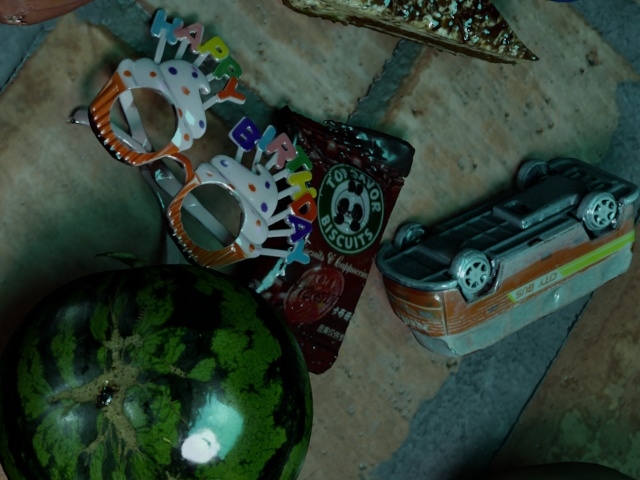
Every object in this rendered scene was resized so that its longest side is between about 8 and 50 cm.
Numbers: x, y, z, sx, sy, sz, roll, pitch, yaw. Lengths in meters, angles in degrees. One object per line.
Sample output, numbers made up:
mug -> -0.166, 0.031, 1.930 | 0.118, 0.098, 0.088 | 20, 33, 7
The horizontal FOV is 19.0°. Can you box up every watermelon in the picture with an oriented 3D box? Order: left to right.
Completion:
watermelon -> -0.134, 0.141, 1.592 | 0.269, 0.269, 0.269 | -7, 104, -31

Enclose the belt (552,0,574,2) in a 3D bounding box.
belt -> 0.151, -0.370, 1.751 | 0.212, 0.117, 0.347 | -49, 122, -13

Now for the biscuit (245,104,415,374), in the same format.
biscuit -> -0.005, -0.001, 1.763 | 0.151, 0.063, 0.235 | 22, 85, -43

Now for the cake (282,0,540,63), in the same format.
cake -> 0.072, -0.205, 1.742 | 0.135, 0.112, 0.246 | -50, 125, -11

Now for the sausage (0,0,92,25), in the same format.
sausage -> -0.187, -0.275, 1.537 | 0.279, 0.152, 0.152 | -34, 116, -24

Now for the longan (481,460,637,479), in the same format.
longan -> 0.235, 0.375, 1.870 | 0.319, 0.319, 0.319 | -7, 104, -31

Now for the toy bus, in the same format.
toy bus -> 0.182, 0.019, 1.858 | 0.265, 0.121, 0.120 | -26, 122, -26

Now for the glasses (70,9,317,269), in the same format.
glasses -> -0.105, -0.071, 1.675 | 0.162, 0.095, 0.255 | -38, 100, -25
